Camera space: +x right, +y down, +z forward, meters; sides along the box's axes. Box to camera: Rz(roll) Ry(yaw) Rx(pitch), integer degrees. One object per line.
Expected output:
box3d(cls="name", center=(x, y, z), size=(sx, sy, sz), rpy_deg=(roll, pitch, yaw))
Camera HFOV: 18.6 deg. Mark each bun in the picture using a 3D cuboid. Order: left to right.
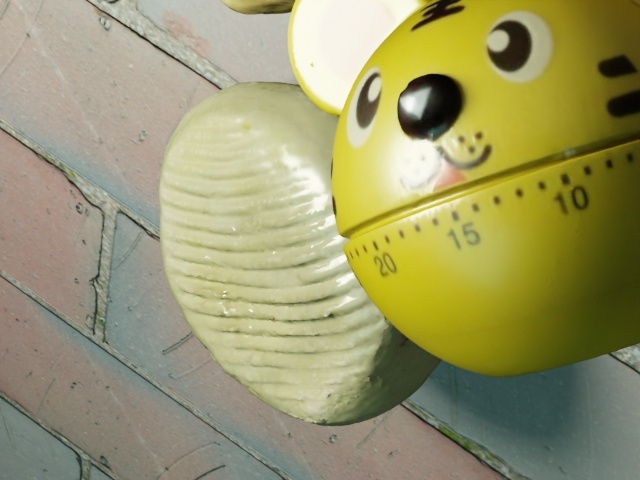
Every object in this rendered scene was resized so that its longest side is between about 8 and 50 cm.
box3d(cls="bun", center=(0.000, 0.000, 1.966), size=(0.362, 0.234, 0.326), rpy_deg=(57, 142, 6))

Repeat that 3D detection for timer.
box3d(cls="timer", center=(0.159, -0.092, 1.598), size=(0.376, 0.376, 0.387), rpy_deg=(-19, 88, 55))

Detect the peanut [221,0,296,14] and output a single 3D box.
box3d(cls="peanut", center=(-0.012, -0.280, 1.739), size=(0.253, 0.122, 0.137), rpy_deg=(-13, 122, 51))
